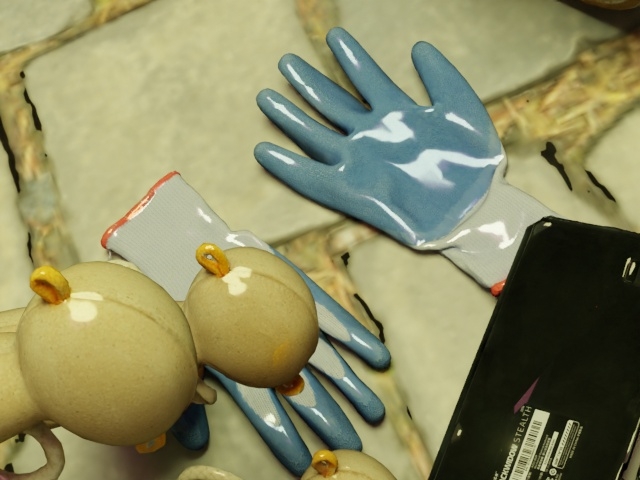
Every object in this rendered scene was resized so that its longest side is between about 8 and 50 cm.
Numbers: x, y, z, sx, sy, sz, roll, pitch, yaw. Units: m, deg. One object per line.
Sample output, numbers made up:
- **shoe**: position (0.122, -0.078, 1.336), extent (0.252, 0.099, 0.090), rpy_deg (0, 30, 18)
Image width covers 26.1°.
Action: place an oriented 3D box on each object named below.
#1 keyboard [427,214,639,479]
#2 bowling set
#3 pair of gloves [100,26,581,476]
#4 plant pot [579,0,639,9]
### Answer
- **keyboard**: position (0.094, 0.087, 0.510), extent (0.100, 0.038, 0.192), rpy_deg (13, 74, 36)
- **bowling set**: position (-0.036, 0.067, 0.446), extent (0.154, 0.287, 0.200), rpy_deg (-14, 39, 15)
- **pair of gloves**: position (0.000, 0.000, 0.579), extent (0.198, 0.023, 0.159), rpy_deg (-41, 62, -11)
- **plant pot**: position (0.151, -0.234, 0.569), extent (0.237, 0.237, 0.254), rpy_deg (33, 87, 25)
